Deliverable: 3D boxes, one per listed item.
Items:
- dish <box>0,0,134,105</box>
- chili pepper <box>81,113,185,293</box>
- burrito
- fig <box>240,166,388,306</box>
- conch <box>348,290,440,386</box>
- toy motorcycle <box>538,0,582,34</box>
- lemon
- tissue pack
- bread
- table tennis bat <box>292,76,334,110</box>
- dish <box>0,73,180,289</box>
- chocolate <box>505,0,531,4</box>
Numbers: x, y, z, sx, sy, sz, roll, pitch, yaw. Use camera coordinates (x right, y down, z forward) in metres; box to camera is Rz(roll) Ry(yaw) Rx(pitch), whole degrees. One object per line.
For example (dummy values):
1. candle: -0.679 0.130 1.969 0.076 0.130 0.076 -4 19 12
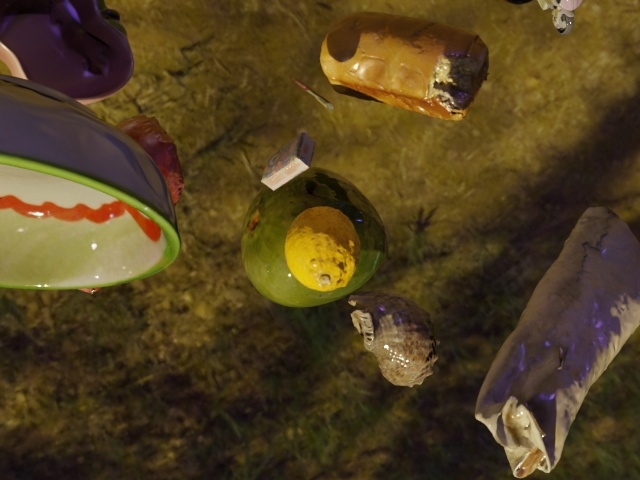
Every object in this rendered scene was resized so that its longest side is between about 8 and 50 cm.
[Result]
1. dish: -0.369 -0.268 1.218 0.213 0.213 0.090 5 160 -41
2. chili pepper: -0.369 -0.067 1.592 0.305 0.229 0.251 -38 126 -38
3. burrito: 0.168 0.069 0.607 0.060 0.087 0.226 -30 -169 49
4. fig: 0.000 0.000 1.840 0.316 0.316 0.316 -21 144 -16
5. conch: 0.106 0.146 1.405 0.207 0.155 0.130 31 92 -36
6. toy motorcycle: 0.498 -0.557 1.880 0.073 0.225 0.152 -17 167 -12
7. lemon: 0.004 0.015 1.307 0.114 0.155 0.114 -1 130 -1
8. tissue pack: -0.049 -0.122 1.360 0.035 0.063 0.083 38 131 -25
9. bread: 0.175 -0.378 1.853 0.195 0.344 0.149 -63 152 -21
10. table tennis bat: -0.008 -0.277 1.706 0.087 0.156 0.013 31 99 -31
11. dish: -0.279 -0.062 0.763 0.324 0.124 0.324 1 160 0
12. chocolate: 0.206 -0.478 1.152 0.225 0.210 0.340 14 91 -38
